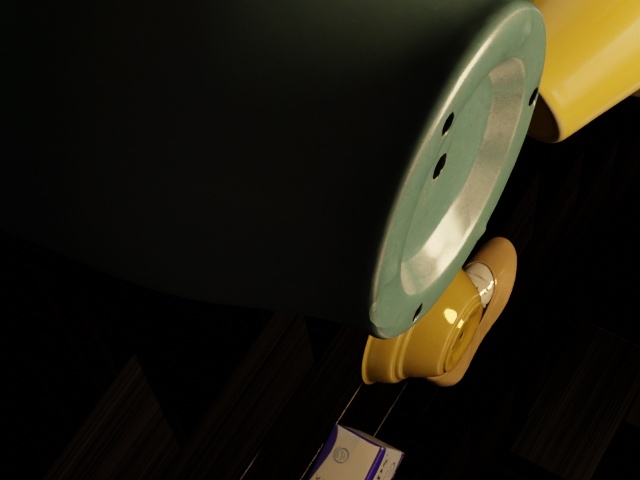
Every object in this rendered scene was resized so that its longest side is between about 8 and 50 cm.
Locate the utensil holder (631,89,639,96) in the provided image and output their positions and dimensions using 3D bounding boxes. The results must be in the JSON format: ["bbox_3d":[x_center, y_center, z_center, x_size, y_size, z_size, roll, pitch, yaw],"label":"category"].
[{"bbox_3d":[0.523,-0.351,1.524,0.327,0.327,0.386,-16,115,-65],"label":"utensil holder"}]

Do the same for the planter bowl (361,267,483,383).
[{"bbox_3d":[0.144,0.104,1.614,0.217,0.090,0.217,-51,158,-31],"label":"planter bowl"}]

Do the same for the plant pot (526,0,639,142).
[{"bbox_3d":[0.263,-0.236,1.293,0.239,0.254,0.254,-46,158,-7],"label":"plant pot"}]

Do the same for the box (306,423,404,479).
[{"bbox_3d":[0.037,0.306,1.621,0.126,0.072,0.137,-63,160,-4],"label":"box"}]

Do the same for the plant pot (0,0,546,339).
[{"bbox_3d":[-0.034,-0.082,0.667,0.272,0.255,0.272,-51,157,-32],"label":"plant pot"}]

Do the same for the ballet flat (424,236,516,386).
[{"bbox_3d":[0.207,0.102,1.805,0.073,0.080,0.232,10,104,-55],"label":"ballet flat"}]
